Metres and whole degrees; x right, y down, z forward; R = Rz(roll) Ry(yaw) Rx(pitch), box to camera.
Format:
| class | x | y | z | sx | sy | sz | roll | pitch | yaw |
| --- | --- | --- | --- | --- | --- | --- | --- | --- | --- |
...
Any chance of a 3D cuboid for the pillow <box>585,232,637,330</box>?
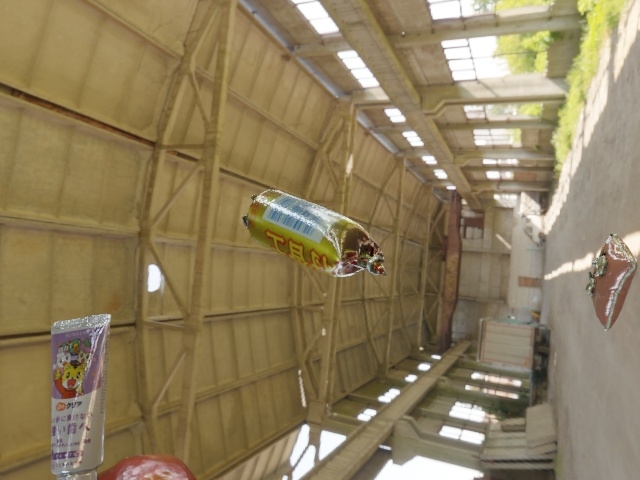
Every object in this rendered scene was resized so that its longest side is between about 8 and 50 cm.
| class | x | y | z | sx | sy | sz | roll | pitch | yaw |
| --- | --- | --- | --- | --- | --- | --- | --- | --- | --- |
| pillow | 0.658 | 0.090 | 1.074 | 0.171 | 0.075 | 0.179 | -48 | -36 | -60 |

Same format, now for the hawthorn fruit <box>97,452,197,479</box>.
| class | x | y | z | sx | sy | sz | roll | pitch | yaw |
| --- | --- | --- | --- | --- | --- | --- | --- | --- | --- |
| hawthorn fruit | -0.372 | 0.568 | 0.974 | 0.265 | 0.307 | 0.265 | -13 | -58 | -22 |

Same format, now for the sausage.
| class | x | y | z | sx | sy | sz | roll | pitch | yaw |
| --- | --- | --- | --- | --- | --- | --- | --- | --- | --- |
| sausage | 0.001 | 0.001 | 0.864 | 0.125 | 0.317 | 0.117 | 31 | -94 | -50 |

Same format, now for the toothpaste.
| class | x | y | z | sx | sy | sz | roll | pitch | yaw |
| --- | --- | --- | --- | --- | --- | --- | --- | --- | --- |
| toothpaste | -0.401 | 0.275 | 0.778 | 0.073 | 0.114 | 0.299 | 51 | -150 | -70 |
